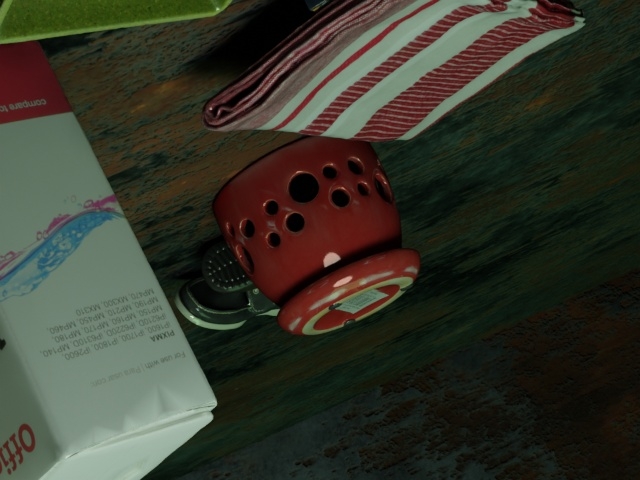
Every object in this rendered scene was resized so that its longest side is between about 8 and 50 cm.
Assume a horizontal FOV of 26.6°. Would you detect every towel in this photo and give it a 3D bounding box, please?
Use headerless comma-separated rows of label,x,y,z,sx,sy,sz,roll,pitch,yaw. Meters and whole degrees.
towel,0.077,-0.154,1.186,0.237,0.037,0.329,-34,163,29

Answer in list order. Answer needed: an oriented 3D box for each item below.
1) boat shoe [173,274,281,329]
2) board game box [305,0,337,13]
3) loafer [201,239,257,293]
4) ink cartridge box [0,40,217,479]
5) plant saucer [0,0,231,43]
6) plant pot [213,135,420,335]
boat shoe,-0.088,0.054,1.686,0.233,0.084,0.079,-9,143,-49
board game box,0.098,-0.225,1.136,0.165,0.042,0.243,-31,164,18
loafer,-0.043,0.006,1.615,0.220,0.080,0.078,-16,172,-17
ink cartridge box,-0.231,0.044,0.977,0.131,0.306,0.226,-14,160,-39
plant saucer,-0.110,-0.205,0.858,0.188,0.045,0.188,-15,160,-37
plant pot,0.000,0.000,1.467,0.191,0.174,0.191,-22,165,-7
